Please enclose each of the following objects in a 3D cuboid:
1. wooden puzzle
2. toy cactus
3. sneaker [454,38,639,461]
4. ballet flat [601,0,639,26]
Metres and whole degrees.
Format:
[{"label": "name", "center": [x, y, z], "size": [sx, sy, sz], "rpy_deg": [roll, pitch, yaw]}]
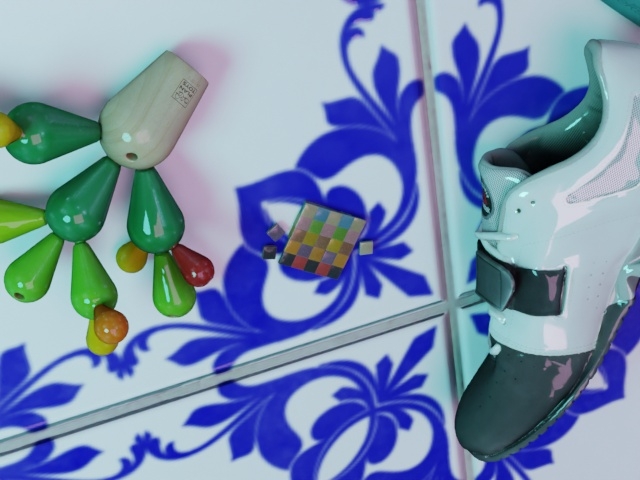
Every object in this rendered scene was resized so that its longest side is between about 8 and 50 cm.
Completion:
[{"label": "wooden puzzle", "center": [0.000, 0.000, 0.862], "size": [0.083, 0.006, 0.049], "rpy_deg": [17, 109, -27]}, {"label": "toy cactus", "center": [-0.137, -0.037, 0.745], "size": [0.219, 0.112, 0.180], "rpy_deg": [38, 89, -23]}, {"label": "sneaker", "center": [0.157, 0.004, 0.874], "size": [0.146, 0.122, 0.330], "rpy_deg": [25, 108, -10]}, {"label": "ballet flat", "center": [0.279, -0.155, 0.852], "size": [0.248, 0.086, 0.086], "rpy_deg": [33, 101, -30]}]
